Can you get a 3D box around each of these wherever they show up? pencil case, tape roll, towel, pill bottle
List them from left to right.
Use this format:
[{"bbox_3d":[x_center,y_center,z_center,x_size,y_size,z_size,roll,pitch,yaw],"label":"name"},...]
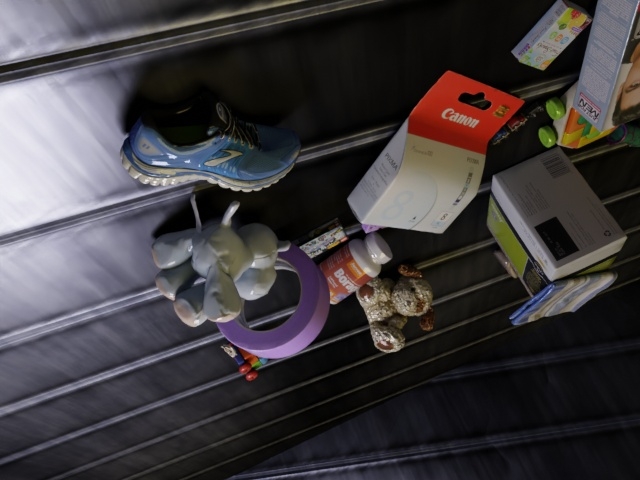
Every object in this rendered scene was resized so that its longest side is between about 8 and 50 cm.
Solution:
[{"bbox_3d":[-0.119,0.141,1.572,0.275,0.275,0.090,-28,153,5],"label":"tape roll"},{"bbox_3d":[0.087,0.072,1.795,0.216,0.121,0.121,-37,151,20],"label":"pill bottle"},{"bbox_3d":[0.696,0.164,1.856,0.285,0.034,0.209,-6,147,-32],"label":"towel"},{"bbox_3d":[0.891,-0.305,1.883,0.152,0.064,0.070,-1,127,-39],"label":"pencil case"}]

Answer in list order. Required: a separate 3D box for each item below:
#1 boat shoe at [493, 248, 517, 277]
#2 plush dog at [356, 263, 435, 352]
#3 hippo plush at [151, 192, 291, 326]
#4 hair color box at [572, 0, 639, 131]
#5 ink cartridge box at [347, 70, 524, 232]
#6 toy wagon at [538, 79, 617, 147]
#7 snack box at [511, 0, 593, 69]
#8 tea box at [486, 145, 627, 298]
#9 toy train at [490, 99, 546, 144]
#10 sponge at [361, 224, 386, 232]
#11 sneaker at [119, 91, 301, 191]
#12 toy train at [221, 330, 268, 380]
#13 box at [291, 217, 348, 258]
[{"bbox_3d":[0.716,0.063,2.335,0.116,0.123,0.324,-44,155,17],"label":"boat shoe"},{"bbox_3d":[0.252,0.198,2.092,0.225,0.262,0.210,-20,-173,8],"label":"plush dog"},{"bbox_3d":[-0.215,0.032,1.443,0.236,0.234,0.294,-14,113,-58],"label":"hippo plush"},{"bbox_3d":[0.671,-0.427,1.361,0.185,0.113,0.374,-21,141,-9],"label":"hair color box"},{"bbox_3d":[0.286,-0.184,1.513,0.308,0.091,0.385,6,134,-42],"label":"ink cartridge box"},{"bbox_3d":[0.690,-0.360,1.613,0.267,0.068,0.344,-25,153,-3],"label":"toy wagon"},{"bbox_3d":[0.481,-0.427,1.352,0.100,0.037,0.141,2,142,-41],"label":"snack box"},{"bbox_3d":[0.661,-0.028,1.882,0.220,0.329,0.323,-24,154,-2],"label":"tea box"},{"bbox_3d":[0.483,-0.290,1.603,0.158,0.027,0.036,-39,147,22],"label":"toy train"},{"bbox_3d":[0.188,-0.103,1.673,0.117,0.031,0.210,-14,150,-24],"label":"sponge"},{"bbox_3d":[-0.172,-0.174,1.141,0.330,0.130,0.147,-6,149,-33],"label":"sneaker"},{"bbox_3d":[-0.213,0.335,2.031,0.143,0.105,0.248,-33,154,-9],"label":"toy train"},{"bbox_3d":[0.000,0.000,1.697,0.137,0.027,0.094,-28,154,4],"label":"box"}]
